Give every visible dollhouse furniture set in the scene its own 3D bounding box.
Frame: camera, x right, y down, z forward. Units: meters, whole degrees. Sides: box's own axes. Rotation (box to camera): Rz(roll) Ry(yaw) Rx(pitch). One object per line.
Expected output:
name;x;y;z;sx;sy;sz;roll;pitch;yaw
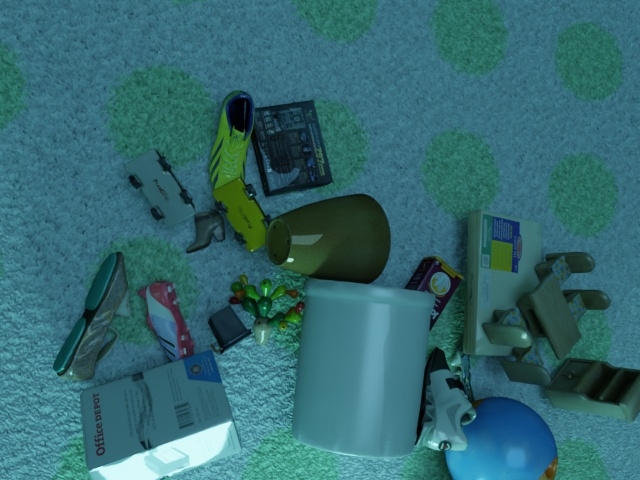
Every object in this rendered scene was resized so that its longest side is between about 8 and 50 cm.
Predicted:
dollhouse furniture set;0.717;0.282;1.782;0.362;0.257;0.394;-38;107;-31

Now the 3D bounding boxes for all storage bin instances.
storage bin;-0.234;0.221;1.577;0.098;0.135;0.091;-31;84;-19

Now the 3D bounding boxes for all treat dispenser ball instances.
treat dispenser ball;0.477;0.562;1.700;0.288;0.288;0.287;2;84;-19

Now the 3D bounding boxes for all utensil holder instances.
utensil holder;0.099;0.304;1.584;0.328;0.328;0.385;9;85;-18

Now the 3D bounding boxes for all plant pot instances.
plant pot;0.000;0.000;1.586;0.255;0.237;0.237;-2;85;-35

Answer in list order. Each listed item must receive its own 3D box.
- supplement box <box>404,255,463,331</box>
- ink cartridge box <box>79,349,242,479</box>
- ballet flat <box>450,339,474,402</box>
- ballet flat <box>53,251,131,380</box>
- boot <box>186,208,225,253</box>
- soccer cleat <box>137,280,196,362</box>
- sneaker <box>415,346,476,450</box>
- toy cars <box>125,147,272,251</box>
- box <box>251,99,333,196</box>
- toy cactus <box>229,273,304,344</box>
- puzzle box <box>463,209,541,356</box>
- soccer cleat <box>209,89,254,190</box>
supplement box;0.298;0.148;1.789;0.104;0.081;0.188;38;74;-12
ink cartridge box;-0.357;0.404;1.433;0.308;0.223;0.129;-16;129;-13
ballet flat;0.398;0.366;1.816;0.070;0.070;0.188;1;81;-19
ballet flat;-0.512;0.182;1.507;0.106;0.108;0.315;30;80;-35
boot;-0.299;-0.027;1.624;0.119;0.042;0.086;-22;86;-21
soccer cleat;-0.372;0.220;1.562;0.095;0.083;0.247;-13;95;11
sneaker;0.330;0.419;1.674;0.146;0.122;0.330;14;36;3
toy cars;-0.285;-0.103;1.574;0.394;0.087;0.176;18;108;-14
box;-0.082;-0.246;1.707;0.184;0.059;0.232;-13;89;-20
toy cactus;-0.142;0.183;1.602;0.219;0.112;0.180;16;117;19
puzzle box;0.531;0.129;1.853;0.272;0.052;0.408;9;81;-33
soccer cleat;-0.221;-0.235;1.616;0.094;0.121;0.288;6;93;-21
